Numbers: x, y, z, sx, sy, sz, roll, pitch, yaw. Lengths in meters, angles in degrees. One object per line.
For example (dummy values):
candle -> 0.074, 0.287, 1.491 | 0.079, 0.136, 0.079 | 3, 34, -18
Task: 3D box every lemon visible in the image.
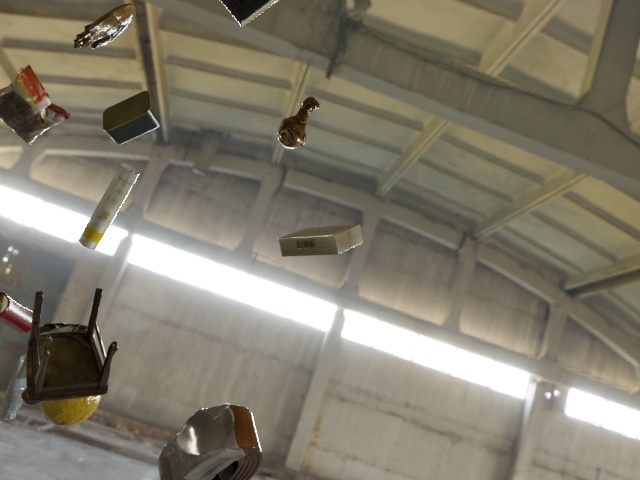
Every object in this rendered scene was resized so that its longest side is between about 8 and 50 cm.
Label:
lemon -> -0.881, 0.551, 2.282 | 0.192, 0.231, 0.192 | 48, 3, -3

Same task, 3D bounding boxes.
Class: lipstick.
lipstick -> -0.908, 0.213, 1.890 | 0.080, 0.080, 0.241 | 18, -20, 1
lipstick -> -0.598, -0.096, 1.827 | 0.059, 0.264, 0.059 | 32, 12, -8

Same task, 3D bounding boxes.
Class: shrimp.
shrimp -> -0.755, 0.396, 1.795 | 0.065, 0.165, 0.056 | 46, -9, 16
shrimp -> -0.593, -0.568, 1.770 | 0.052, 0.251, 0.143 | 45, -43, -3

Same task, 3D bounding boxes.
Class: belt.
belt -> -0.274, 0.537, 1.589 | 0.217, 0.122, 0.338 | 13, -51, -36

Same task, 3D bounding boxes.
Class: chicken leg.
chicken leg -> -0.077, -0.435, 2.370 | 0.087, 0.251, 0.107 | -16, -53, 47

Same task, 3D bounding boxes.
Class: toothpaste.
toothpaste -> -0.926, 0.447, 1.994 | 0.057, 0.234, 0.089 | 34, 14, 21

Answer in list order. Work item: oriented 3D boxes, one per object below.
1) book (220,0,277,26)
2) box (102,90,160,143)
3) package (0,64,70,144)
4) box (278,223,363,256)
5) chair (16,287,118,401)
book -> -0.205, -0.710, 1.704 | 0.269, 0.191, 0.025 | 54, 0, 19
box -> -0.705, -0.458, 2.424 | 0.201, 0.144, 0.090 | -24, -42, 5
package -> -0.992, -0.442, 2.157 | 0.288, 0.108, 0.223 | -21, -60, 32
box -> 0.000, 0.000, 1.837 | 0.201, 0.058, 0.141 | -4, 11, 35
chair -> -0.545, 0.262, 1.369 | 0.160, 0.186, 0.319 | 0, -45, -33
